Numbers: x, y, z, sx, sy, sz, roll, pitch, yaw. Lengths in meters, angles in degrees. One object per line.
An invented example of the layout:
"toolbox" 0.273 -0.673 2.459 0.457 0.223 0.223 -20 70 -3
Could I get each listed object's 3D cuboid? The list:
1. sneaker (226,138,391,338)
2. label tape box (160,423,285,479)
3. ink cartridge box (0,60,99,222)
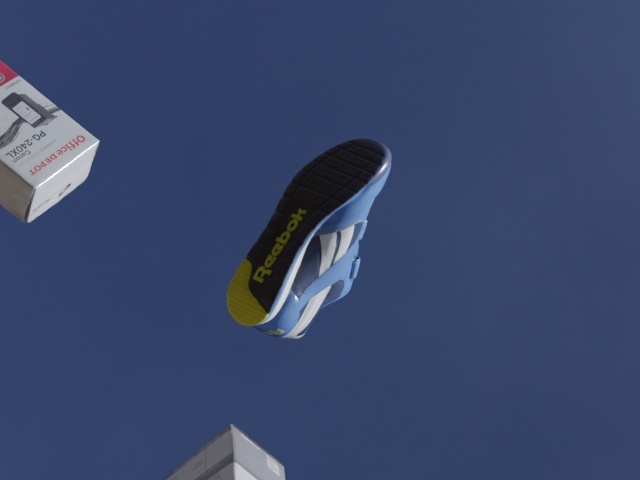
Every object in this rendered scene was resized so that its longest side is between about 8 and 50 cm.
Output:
"sneaker" 0.000 0.000 0.702 0.053 0.059 0.144 32 -96 46
"label tape box" -0.151 0.401 1.286 0.240 0.334 0.106 -40 -68 12
"ink cartridge box" -0.325 -0.106 1.160 0.150 0.109 0.063 38 -45 4
